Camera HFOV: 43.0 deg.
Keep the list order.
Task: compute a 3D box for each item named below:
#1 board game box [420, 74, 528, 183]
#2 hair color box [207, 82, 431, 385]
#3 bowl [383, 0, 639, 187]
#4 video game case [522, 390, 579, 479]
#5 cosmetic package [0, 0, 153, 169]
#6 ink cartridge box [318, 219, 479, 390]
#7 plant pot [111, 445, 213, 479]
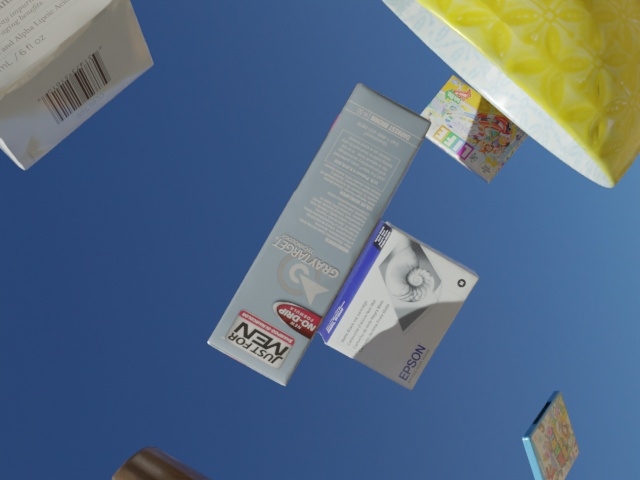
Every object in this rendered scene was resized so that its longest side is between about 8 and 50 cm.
[{"bbox_3d":[0.239,-0.177,1.290,0.154,0.103,0.026,40,-177,18],"label":"board game box"},{"bbox_3d":[0.000,0.000,1.073,0.114,0.185,0.374,29,-98,3],"label":"hair color box"},{"bbox_3d":[0.179,-0.194,0.661,0.289,0.156,0.289,39,-168,-10],"label":"bowl"},{"bbox_3d":[0.382,0.337,1.336,0.166,0.015,0.119,-29,-77,-52],"label":"video game case"},{"bbox_3d":[-0.411,-0.295,0.960,0.385,0.156,0.217,41,-105,14],"label":"cosmetic package"},{"bbox_3d":[0.105,0.094,1.312,0.224,0.223,0.045,29,-172,-1],"label":"ink cartridge box"},{"bbox_3d":[-0.205,0.379,1.116,0.167,0.165,0.167,-49,-23,-29],"label":"plant pot"}]
